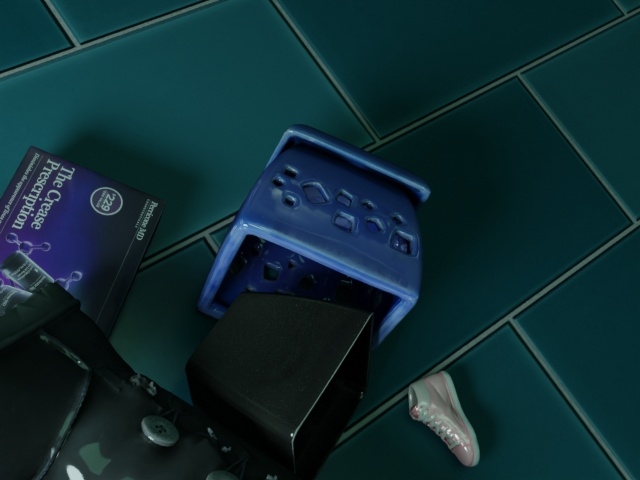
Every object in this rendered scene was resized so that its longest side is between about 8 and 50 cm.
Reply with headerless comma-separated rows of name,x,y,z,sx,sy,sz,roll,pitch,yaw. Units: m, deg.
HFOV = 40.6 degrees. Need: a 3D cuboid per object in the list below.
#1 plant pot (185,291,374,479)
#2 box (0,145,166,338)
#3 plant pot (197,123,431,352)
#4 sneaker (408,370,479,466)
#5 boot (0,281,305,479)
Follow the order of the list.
plant pot,-0.054,0.170,1.038,0.167,0.188,0.187,23,54,19
box,-0.323,0.042,1.049,0.184,0.103,0.261,24,59,-12
plant pot,0.000,0.000,1.118,0.236,0.236,0.212,23,54,-8
sneaker,0.159,0.245,1.161,0.070,0.051,0.134,-10,66,-23
boot,-0.183,0.267,0.794,0.445,0.146,0.367,41,33,0
